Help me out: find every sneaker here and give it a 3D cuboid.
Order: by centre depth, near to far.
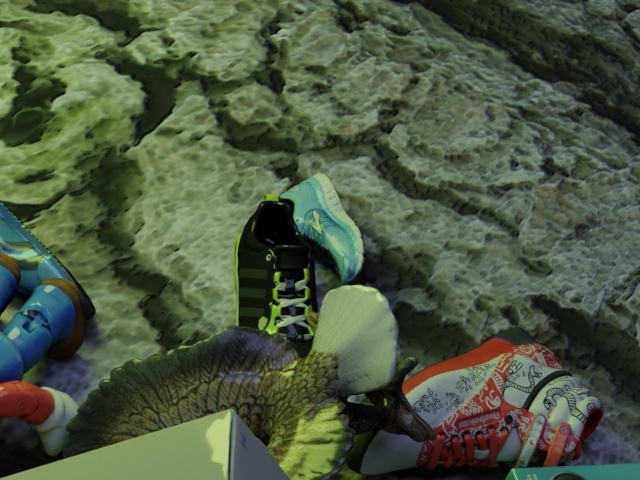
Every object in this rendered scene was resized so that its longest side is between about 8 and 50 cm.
[{"bbox_3d":[0.161,0.186,1.607,0.270,0.090,0.145,-25,55,-40],"label":"sneaker"},{"bbox_3d":[-0.313,0.020,1.643,0.209,0.069,0.082,43,80,12],"label":"sneaker"},{"bbox_3d":[-0.045,0.048,1.671,0.084,0.097,0.234,0,46,-19],"label":"sneaker"},{"bbox_3d":[0.000,0.000,1.777,0.073,0.063,0.162,-18,46,-14],"label":"sneaker"}]

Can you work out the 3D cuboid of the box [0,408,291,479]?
[{"bbox_3d":[-0.167,0.234,1.324,0.275,0.113,0.094,-19,42,19],"label":"box"}]

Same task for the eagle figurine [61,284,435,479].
[{"bbox_3d":[-0.050,0.183,1.455,0.298,0.226,0.225,-23,97,-28],"label":"eagle figurine"}]

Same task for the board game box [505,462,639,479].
[{"bbox_3d":[0.355,0.327,1.537,0.336,0.079,0.254,0,46,-19],"label":"board game box"}]

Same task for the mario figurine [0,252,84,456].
[{"bbox_3d":[-0.338,0.149,1.481,0.198,0.170,0.320,-9,24,24],"label":"mario figurine"}]
